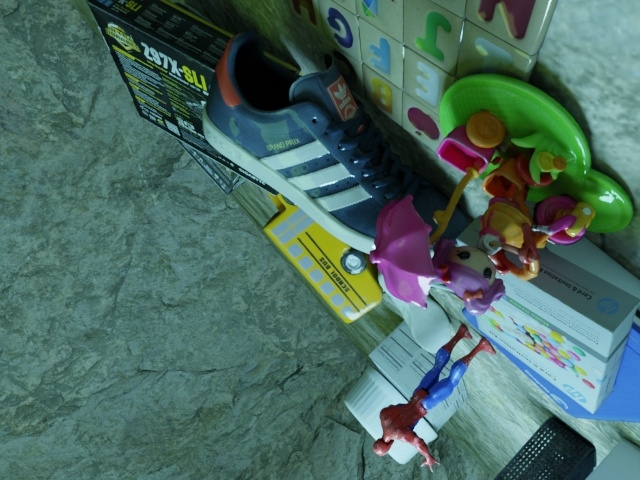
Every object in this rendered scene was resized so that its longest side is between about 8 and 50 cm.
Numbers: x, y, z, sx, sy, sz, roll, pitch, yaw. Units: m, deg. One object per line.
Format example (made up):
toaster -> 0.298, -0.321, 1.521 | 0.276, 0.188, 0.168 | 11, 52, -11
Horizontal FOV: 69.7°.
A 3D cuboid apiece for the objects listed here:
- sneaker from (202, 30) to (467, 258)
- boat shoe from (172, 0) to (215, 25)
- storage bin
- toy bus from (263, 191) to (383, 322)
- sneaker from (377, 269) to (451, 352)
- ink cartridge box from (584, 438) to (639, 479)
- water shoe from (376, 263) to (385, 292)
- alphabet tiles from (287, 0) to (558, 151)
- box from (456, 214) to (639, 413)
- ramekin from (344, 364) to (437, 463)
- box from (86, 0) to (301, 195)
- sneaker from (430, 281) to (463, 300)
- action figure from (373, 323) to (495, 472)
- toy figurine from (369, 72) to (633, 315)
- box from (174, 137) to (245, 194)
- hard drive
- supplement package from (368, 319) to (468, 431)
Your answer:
sneaker -> 0.024, -0.108, 0.512 | 0.349, 0.131, 0.148 | 29, 136, 4
boat shoe -> -0.198, -0.343, 0.770 | 0.184, 0.066, 0.063 | 54, 175, 27
storage bin -> 0.400, 0.426, 0.825 | 0.084, 0.180, 0.122 | 36, 165, 47
toy bus -> 0.000, 0.000, 0.939 | 0.333, 0.130, 0.108 | 49, -161, -10
sneaker -> 0.189, 0.129, 0.939 | 0.212, 0.080, 0.094 | 56, -179, -7
ink cartridge box -> 0.440, 0.397, 0.656 | 0.191, 0.139, 0.082 | 54, 170, -30
water shoe -> 0.081, 0.055, 1.080 | 0.203, 0.073, 0.080 | 44, 172, 23
alphabet tiles -> 0.045, -0.210, 0.354 | 0.285, 0.011, 0.343 | 43, 170, 23
box -> 0.209, 0.074, 0.440 | 0.145, 0.038, 0.186 | 39, 168, 41
ramekin -> 0.197, 0.518, 1.361 | 0.277, 0.135, 0.277 | 45, 171, 9
box -> -0.185, -0.232, 0.744 | 0.321, 0.079, 0.257 | 30, 156, 10
sneaker -> 0.134, 0.020, 0.631 | 0.215, 0.084, 0.083 | 31, 149, 59
action figure -> 0.215, 0.306, 0.858 | 0.139, 0.280, 0.091 | 53, 170, -31
toy figurine -> 0.117, -0.009, 0.349 | 0.173, 0.159, 0.130 | 40, 168, 7
box -> -0.227, -0.255, 0.937 | 0.270, 0.060, 0.216 | 47, 139, -2
hard drive -> 0.282, 0.114, 0.520 | 0.210, 0.040, 0.319 | 45, 170, 17
supplement package -> 0.283, 0.388, 1.307 | 0.204, 0.145, 0.262 | 40, 167, 39
